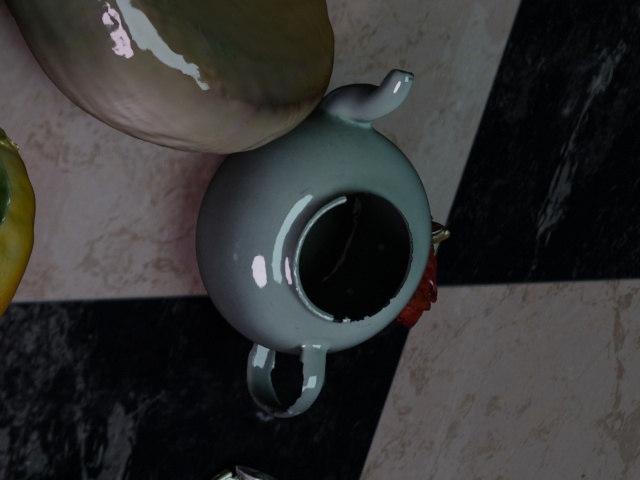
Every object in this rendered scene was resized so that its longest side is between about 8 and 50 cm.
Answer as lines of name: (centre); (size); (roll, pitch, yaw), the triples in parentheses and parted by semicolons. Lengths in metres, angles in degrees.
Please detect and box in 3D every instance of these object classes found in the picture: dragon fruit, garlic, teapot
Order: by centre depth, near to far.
garlic: (-0.126, -0.174, 1.052); (0.338, 0.151, 0.196); (32, 63, -43)
teapot: (0.000, 0.000, 1.241); (0.193, 0.129, 0.294); (10, 100, -30)
dragon fruit: (0.070, 0.012, 1.388); (0.106, 0.083, 0.162); (-57, 137, -7)
teapot: (-0.072, 0.233, 1.401); (0.083, 0.064, 0.064); (23, 89, -19)

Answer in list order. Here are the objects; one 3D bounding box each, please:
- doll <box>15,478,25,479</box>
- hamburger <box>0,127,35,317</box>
doll: (-0.218, 0.288, 1.270); (0.102, 0.075, 0.227); (-23, 120, -13)
hamburger: (-0.288, -0.019, 0.882); (0.246, 0.246, 0.170); (-50, 138, -10)
